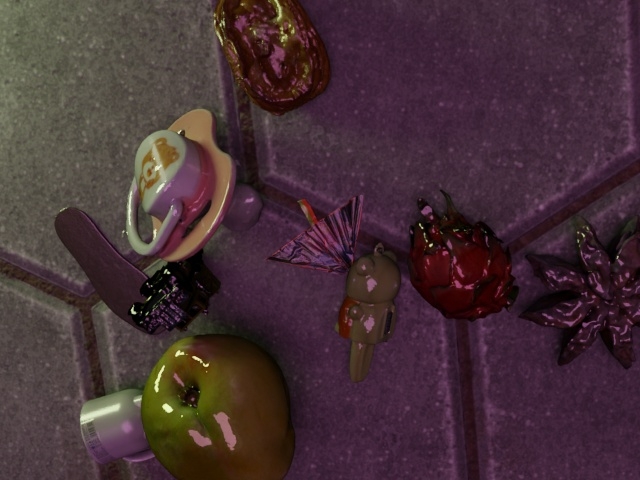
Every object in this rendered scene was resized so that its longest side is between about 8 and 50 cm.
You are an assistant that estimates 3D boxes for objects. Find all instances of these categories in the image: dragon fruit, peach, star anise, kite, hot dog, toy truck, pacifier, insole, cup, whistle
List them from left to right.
[{"bbox_3d":[-0.434,0.067,1.557,0.111,0.007,0.328,-38,96,9],"label":"insole"},{"bbox_3d":[-0.391,0.394,1.552,0.142,0.134,0.173,-19,98,5],"label":"cup"},{"bbox_3d":[-0.268,0.099,1.426,0.127,0.257,0.127,-44,99,9],"label":"toy truck"},{"bbox_3d":[-0.235,-0.098,1.395,0.273,0.332,0.220,-9,134,-19],"label":"pacifier"},{"bbox_3d":[-0.192,0.339,1.439,0.281,0.315,0.314,-19,65,3],"label":"peach"},{"bbox_3d":[-0.095,-0.368,1.397,0.175,0.114,0.259,-29,98,8],"label":"hot dog"},{"bbox_3d":[0.000,0.000,1.513,0.241,0.014,0.183,-29,97,10],"label":"kite"},{"bbox_3d":[0.093,0.143,1.483,0.106,0.131,0.288,18,106,31],"label":"whistle"},{"bbox_3d":[0.256,0.039,1.415,0.193,0.192,0.274,-44,83,18],"label":"dragon fruit"},{"bbox_3d":[0.543,0.106,1.445,0.332,0.117,0.331,1,96,6],"label":"star anise"}]
